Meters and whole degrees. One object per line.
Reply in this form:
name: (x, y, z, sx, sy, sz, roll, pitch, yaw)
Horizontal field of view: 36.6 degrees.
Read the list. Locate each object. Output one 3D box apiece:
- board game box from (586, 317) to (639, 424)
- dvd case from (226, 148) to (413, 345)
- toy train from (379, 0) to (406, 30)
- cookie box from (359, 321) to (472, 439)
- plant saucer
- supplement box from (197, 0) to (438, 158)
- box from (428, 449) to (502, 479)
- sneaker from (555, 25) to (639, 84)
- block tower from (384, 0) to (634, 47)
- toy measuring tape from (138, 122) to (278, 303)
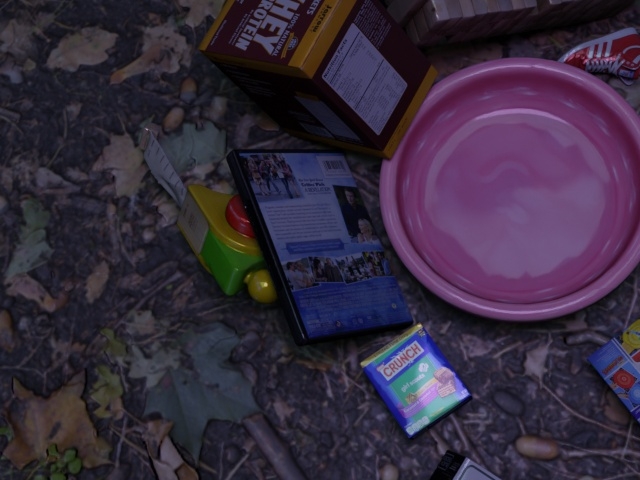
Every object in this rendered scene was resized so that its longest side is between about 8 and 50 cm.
board game box: (0.423, 0.127, 1.090, 0.201, 0.035, 0.136, -39, 60, 9)
dvd case: (0.000, 0.000, 1.172, 0.022, 0.180, 0.253, -40, 64, 43)
toy train: (0.006, -0.405, 1.263, 0.334, 0.142, 0.190, 31, 115, 14)
cookie box: (0.114, 0.168, 1.156, 0.092, 0.040, 0.107, -34, 71, -1)
plant saucer: (0.240, -0.058, 1.182, 0.332, 0.084, 0.332, -3, 73, 9)
supplement box: (-0.002, -0.217, 1.175, 0.191, 0.194, 0.129, 19, 76, 44)
box: (0.139, 0.394, 1.037, 0.169, 0.087, 0.290, 35, 81, -2)
sneaker: (0.361, -0.223, 1.233, 0.118, 0.042, 0.067, -23, 68, -1)
block tower: (0.248, -0.312, 1.187, 0.335, 0.097, 0.091, -12, 83, -17)
toy measuring tape: (-0.123, -0.041, 1.237, 0.121, 0.121, 0.330, -35, 54, -2)
